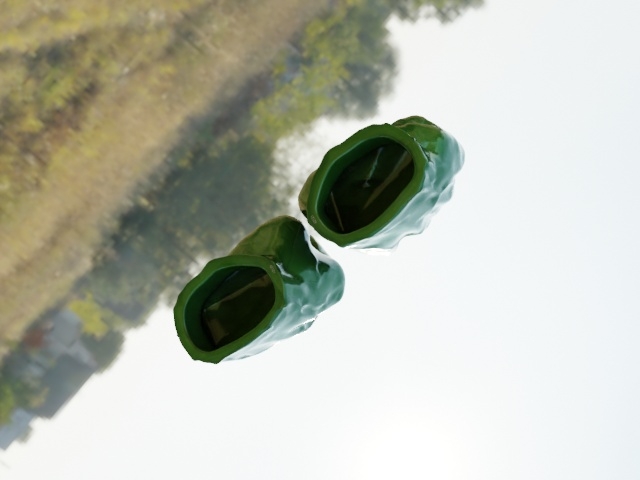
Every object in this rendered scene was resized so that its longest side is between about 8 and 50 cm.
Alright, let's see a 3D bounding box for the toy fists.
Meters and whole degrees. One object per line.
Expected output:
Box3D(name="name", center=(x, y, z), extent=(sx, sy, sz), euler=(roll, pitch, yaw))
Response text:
Box3D(name="toy fists", center=(0.000, 0.000, 0.917), extent=(0.279, 0.096, 0.142), euler=(-42, 163, 15))
